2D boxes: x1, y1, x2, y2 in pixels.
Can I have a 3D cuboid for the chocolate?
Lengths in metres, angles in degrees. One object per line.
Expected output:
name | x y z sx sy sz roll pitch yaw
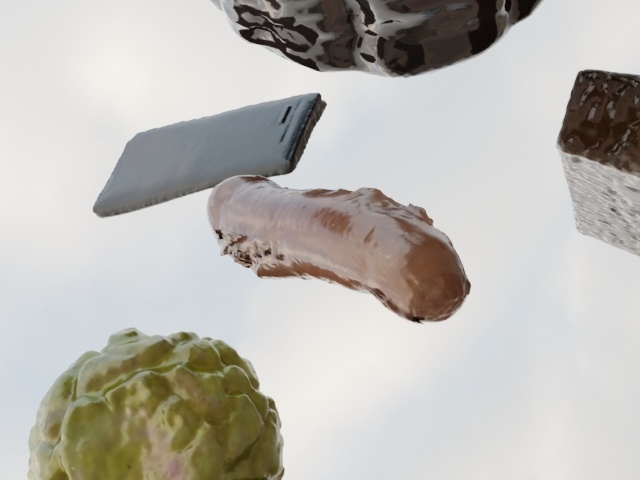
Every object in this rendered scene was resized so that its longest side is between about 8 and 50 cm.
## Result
chocolate | 0.300 -0.073 1.478 0.321 0.112 0.112 49 -120 -71

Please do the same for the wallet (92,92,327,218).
wallet | -0.116 -0.087 1.530 0.025 0.244 0.124 59 -145 -33

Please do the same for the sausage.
sausage | 0.001 0.000 1.032 0.078 0.304 0.078 -4 -81 -28

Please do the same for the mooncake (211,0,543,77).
mooncake | 0.032 -0.337 1.433 0.350 0.381 0.212 -36 -28 -8

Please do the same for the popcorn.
popcorn | -0.144 0.204 1.348 0.212 0.259 0.259 13 -92 -74
